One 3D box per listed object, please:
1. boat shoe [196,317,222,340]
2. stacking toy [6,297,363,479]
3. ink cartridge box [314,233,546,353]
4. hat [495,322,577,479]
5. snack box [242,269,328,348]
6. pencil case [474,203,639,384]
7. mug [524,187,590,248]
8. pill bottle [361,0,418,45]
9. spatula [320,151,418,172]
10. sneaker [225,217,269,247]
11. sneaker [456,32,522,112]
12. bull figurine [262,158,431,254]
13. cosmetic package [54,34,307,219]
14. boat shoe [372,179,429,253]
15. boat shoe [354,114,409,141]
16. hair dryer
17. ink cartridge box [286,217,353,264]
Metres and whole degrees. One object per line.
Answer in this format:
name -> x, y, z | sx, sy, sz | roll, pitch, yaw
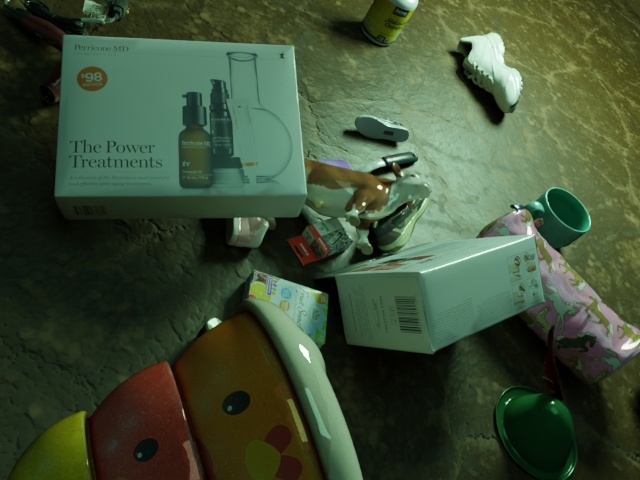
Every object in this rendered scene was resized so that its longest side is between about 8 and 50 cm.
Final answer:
boat shoe -> -0.135, 0.179, 0.939 | 0.133, 0.042, 0.049 | 48, 27, 9
stacking toy -> -0.213, 0.291, 0.681 | 0.479, 0.351, 0.351 | -17, 65, -19
ink cartridge box -> 0.191, 0.085, 1.108 | 0.309, 0.271, 0.130 | -14, 95, -37
hat -> 0.422, 0.298, 1.077 | 0.208, 0.184, 0.173 | 30, 47, -8
snack box -> -0.059, 0.116, 1.031 | 0.141, 0.037, 0.100 | 20, 50, -17
pencil case -> 0.477, 0.110, 1.276 | 0.386, 0.167, 0.160 | 52, 12, 13
mug -> 0.544, -0.054, 1.477 | 0.157, 0.097, 0.129 | 34, 47, -3
pill bottle -> 0.190, -0.611, 1.628 | 0.103, 0.184, 0.103 | 16, 50, -19
spatula -> 0.120, -0.161, 1.352 | 0.296, 0.030, 0.084 | -19, 69, -39
sneaker -> -0.128, -0.044, 1.104 | 0.070, 0.051, 0.135 | 14, 54, -24
sneaker -> 0.474, -0.470, 1.767 | 0.129, 0.111, 0.297 | -4, 54, -15
bull figurine -> 0.043, -0.078, 1.148 | 0.310, 0.101, 0.188 | 11, 39, 10
cosmetic package -> -0.222, -0.183, 1.015 | 0.376, 0.097, 0.285 | -2, 69, -13
boat shoe -> 0.161, -0.070, 1.262 | 0.073, 0.080, 0.224 | 59, 41, -31
boat shoe -> 0.138, -0.260, 1.433 | 0.142, 0.049, 0.040 | 12, 33, -25
hair dryer -> -0.462, -0.350, 1.141 | 0.223, 0.080, 0.294 | -3, 51, -13
ink cartridge box -> 0.000, 0.000, 1.160 | 0.115, 0.029, 0.063 | -20, 68, -40
